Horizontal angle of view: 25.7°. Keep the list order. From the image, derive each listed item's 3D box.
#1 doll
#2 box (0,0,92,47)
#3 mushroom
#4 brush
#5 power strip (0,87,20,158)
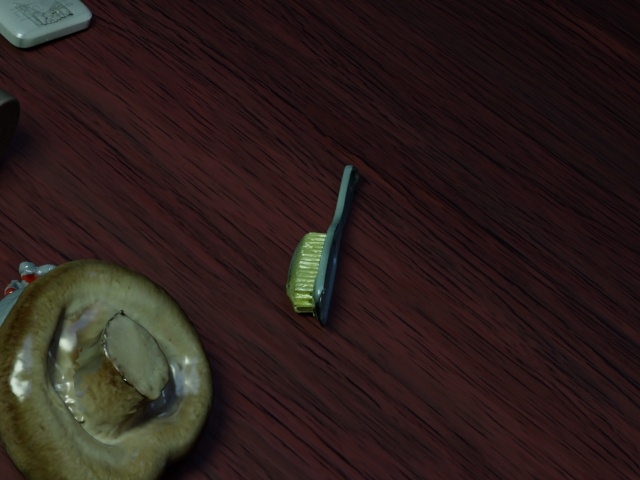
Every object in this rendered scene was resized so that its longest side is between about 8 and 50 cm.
[{"bbox_3d":[-0.340,0.083,1.610,0.094,0.079,0.180,7,33,0],"label":"doll"},{"bbox_3d":[-0.465,-0.381,2.015,0.285,0.044,0.142,42,45,19],"label":"box"},{"bbox_3d":[-0.234,0.157,1.522,0.278,0.146,0.278,20,57,-35],"label":"mushroom"},{"bbox_3d":[0.000,0.000,1.841,0.060,0.068,0.297,3,40,10],"label":"brush"},{"bbox_3d":[-0.436,-0.127,1.706,0.078,0.154,0.154,32,45,4],"label":"power strip"}]
